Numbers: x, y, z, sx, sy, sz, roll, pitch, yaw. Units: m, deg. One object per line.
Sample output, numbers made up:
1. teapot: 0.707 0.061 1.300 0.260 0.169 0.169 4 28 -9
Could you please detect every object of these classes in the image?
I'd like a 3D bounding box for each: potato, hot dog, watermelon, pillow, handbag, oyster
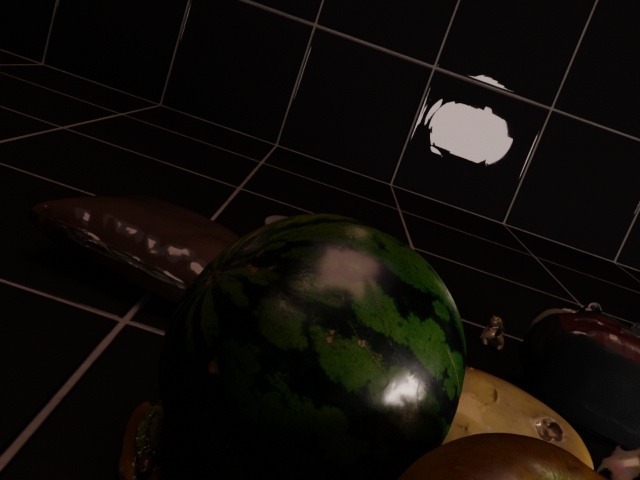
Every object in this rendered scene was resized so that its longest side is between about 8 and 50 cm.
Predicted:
1. potato: 0.195 0.229 0.786 0.233 0.146 0.150 32 59 0
2. hot dog: -0.159 0.188 0.663 0.056 0.041 0.133 17 15 -10
3. watermelon: -0.005 0.112 0.655 0.284 0.285 0.285 18 14 -5
4. pillow: -0.244 0.006 1.100 0.307 0.109 0.305 25 10 10
5. handbag: 0.451 0.208 1.116 0.254 0.181 0.181 24 17 5
6. oyster: 0.391 0.316 0.833 0.072 0.132 0.209 56 4 -7

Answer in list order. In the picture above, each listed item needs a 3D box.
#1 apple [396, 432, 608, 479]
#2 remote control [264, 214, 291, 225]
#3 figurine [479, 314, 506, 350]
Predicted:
1. apple: 0.139 0.265 0.508 0.236 0.208 0.237 14 34 -9
2. remote control: 0.000 0.000 1.557 0.109 0.055 0.313 36 16 31
3. figurine: 0.338 0.176 1.341 0.047 0.051 0.083 25 15 -1
